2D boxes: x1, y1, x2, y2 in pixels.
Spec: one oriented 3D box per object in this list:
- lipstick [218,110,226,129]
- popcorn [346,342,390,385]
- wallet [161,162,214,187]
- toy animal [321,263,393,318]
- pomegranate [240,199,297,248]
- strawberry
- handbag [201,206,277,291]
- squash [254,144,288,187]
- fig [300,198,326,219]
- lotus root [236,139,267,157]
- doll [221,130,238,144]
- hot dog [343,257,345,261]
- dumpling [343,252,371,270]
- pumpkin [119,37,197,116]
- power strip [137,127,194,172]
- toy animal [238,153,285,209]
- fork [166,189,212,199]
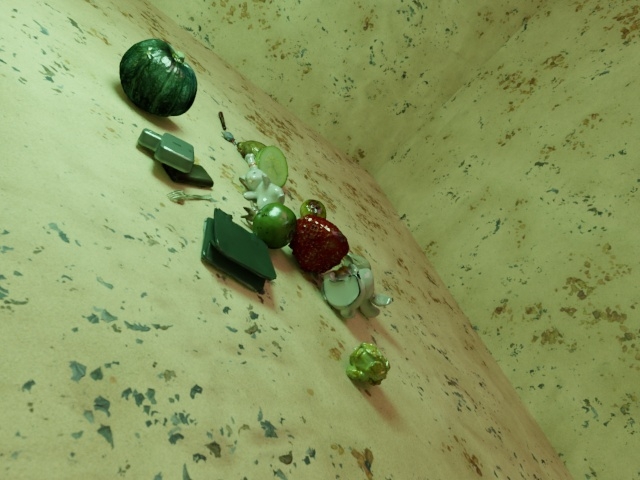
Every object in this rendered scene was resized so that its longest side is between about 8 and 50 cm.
[{"bbox_3d":[-0.523,-0.639,2.265,0.027,0.027,0.177,27,28,-41],"label":"lipstick"},{"bbox_3d":[0.166,0.418,1.449,0.162,0.142,0.136,-1,37,-8],"label":"popcorn"},{"bbox_3d":[-0.492,-0.250,1.577,0.110,0.031,0.198,51,21,16],"label":"wallet"},{"bbox_3d":[0.146,0.206,1.764,0.247,0.182,0.310,59,18,19],"label":"toy animal"},{"bbox_3d":[-0.200,-0.071,1.630,0.224,0.182,0.181,31,14,24],"label":"pomegranate"},{"bbox_3d":[0.002,0.004,1.740,0.261,0.257,0.261,38,28,-25],"label":"strawberry"},{"bbox_3d":[-0.272,0.027,1.417,0.247,0.079,0.260,36,20,-30],"label":"handbag"},{"bbox_3d":[-0.238,-0.359,2.088,0.219,0.041,0.220,3,86,-49],"label":"squash"},{"bbox_3d":[-0.033,-0.136,2.124,0.135,0.120,0.153,-27,93,-31],"label":"fig"},{"bbox_3d":[-0.327,-0.441,2.145,0.214,0.138,0.138,30,23,-9],"label":"lotus root"},{"bbox_3d":[-0.463,-0.526,2.152,0.114,0.039,0.057,29,67,-57],"label":"doll"},{"bbox_3d":[0.108,0.077,2.148,0.083,0.021,0.037,51,41,6],"label":"hot dog"},{"bbox_3d":[0.163,0.121,2.035,0.215,0.126,0.166,27,11,-35],"label":"dumpling"},{"bbox_3d":[-0.651,-0.631,1.669,0.293,0.263,0.197,40,27,-13],"label":"pumpkin"},{"bbox_3d":[-0.553,-0.334,1.520,0.193,0.059,0.265,25,15,-25],"label":"power strip"},{"bbox_3d":[-0.275,-0.246,1.851,0.282,0.140,0.138,50,12,1],"label":"toy animal"},{"bbox_3d":[-0.449,-0.157,1.488,0.034,0.028,0.219,47,20,13],"label":"fork"}]
